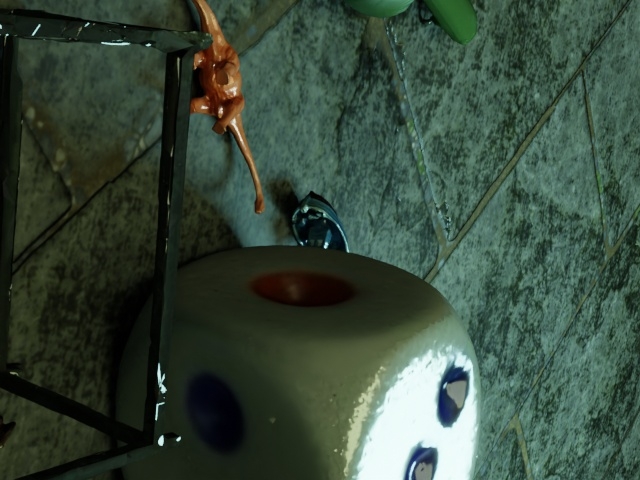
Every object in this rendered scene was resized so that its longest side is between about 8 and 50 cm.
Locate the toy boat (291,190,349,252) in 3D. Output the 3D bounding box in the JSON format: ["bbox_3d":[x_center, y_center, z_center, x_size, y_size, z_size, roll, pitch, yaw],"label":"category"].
[{"bbox_3d":[0.000,0.000,1.285,0.061,0.060,0.137,-74,156,-42],"label":"toy boat"}]

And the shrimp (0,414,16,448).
[{"bbox_3d":[-0.322,0.284,0.929,0.117,0.066,0.262,47,58,-33],"label":"shrimp"}]

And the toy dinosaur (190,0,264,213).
[{"bbox_3d":[-0.101,-0.142,1.098,0.101,0.055,0.279,-61,147,-59],"label":"toy dinosaur"}]

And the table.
[{"bbox_3d":[-0.260,-0.001,0.784,0.272,0.222,0.335,-8,109,-52],"label":"table"}]

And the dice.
[{"bbox_3d":[-0.021,0.188,1.107,0.277,0.304,0.304,-22,119,-50],"label":"dice"}]

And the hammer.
[{"bbox_3d":[0.125,-0.332,1.316,0.335,0.119,0.206,34,74,-61],"label":"hammer"}]
